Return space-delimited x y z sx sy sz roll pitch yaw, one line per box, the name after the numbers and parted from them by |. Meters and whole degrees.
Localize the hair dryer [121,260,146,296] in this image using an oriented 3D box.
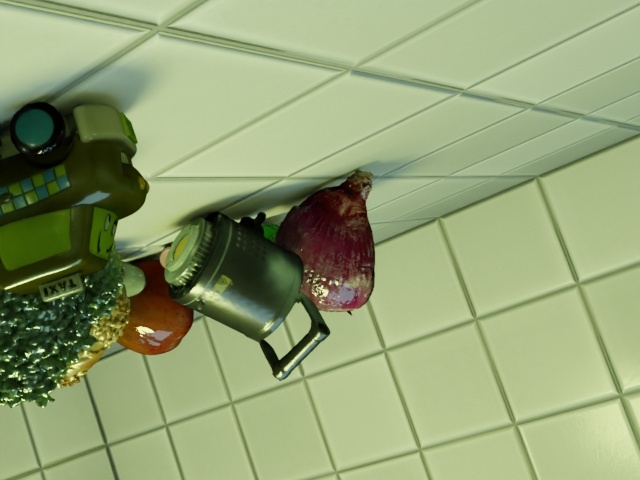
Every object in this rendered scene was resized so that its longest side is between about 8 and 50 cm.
-0.540 0.095 1.949 0.267 0.092 0.229 -11 167 16 | hair dryer

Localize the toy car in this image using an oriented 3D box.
-0.316 -0.031 1.042 0.248 0.198 0.204 -20 172 -1 | toy car

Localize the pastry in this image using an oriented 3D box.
-0.519 0.177 1.796 0.311 0.162 0.255 -44 144 11 | pastry

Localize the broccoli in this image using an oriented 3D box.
-0.458 0.051 1.281 0.293 0.347 0.281 31 -179 -30 | broccoli

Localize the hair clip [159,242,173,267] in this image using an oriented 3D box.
-0.275 0.038 2.041 0.138 0.123 0.102 -18 -157 36 | hair clip

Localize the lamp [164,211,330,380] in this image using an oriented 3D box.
-0.180 0.078 1.850 0.272 0.374 0.205 17 126 -41 | lamp

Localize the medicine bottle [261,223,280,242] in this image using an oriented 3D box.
-0.129 0.032 2.259 0.133 0.133 0.274 -19 172 -5 | medicine bottle

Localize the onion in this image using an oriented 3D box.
0.000 0.000 1.975 0.159 0.267 0.348 -17 131 -39 | onion

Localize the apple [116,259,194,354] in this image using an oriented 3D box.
-0.407 0.160 2.129 0.234 0.234 0.234 -19 173 -3 | apple
